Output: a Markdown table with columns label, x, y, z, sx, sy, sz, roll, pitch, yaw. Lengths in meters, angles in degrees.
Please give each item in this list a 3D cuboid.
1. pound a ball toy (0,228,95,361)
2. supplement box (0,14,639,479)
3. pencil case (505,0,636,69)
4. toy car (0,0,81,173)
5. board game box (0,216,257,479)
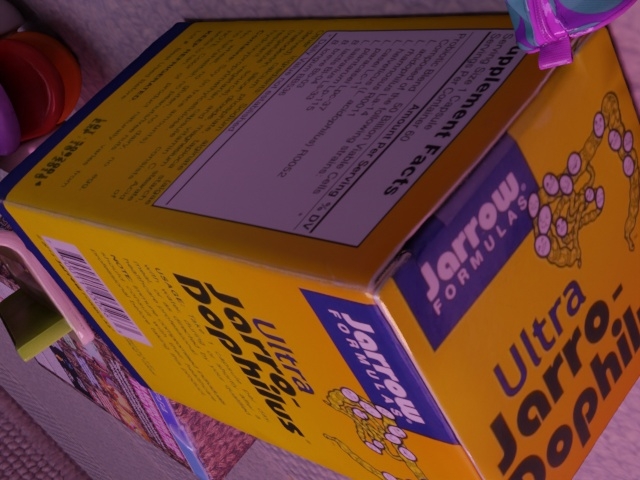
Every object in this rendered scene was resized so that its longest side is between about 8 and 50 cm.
| label | x | y | z | sx | sy | sz | roll | pitch | yaw |
| --- | --- | --- | --- | --- | --- | --- | --- | --- | --- |
| pound a ball toy | -0.265 | 0.024 | 0.865 | 0.135 | 0.208 | 0.319 | 57 | 163 | -15 |
| supplement box | 0.000 | 0.000 | 0.636 | 0.357 | 0.194 | 0.195 | 12 | 142 | 47 |
| pencil case | 0.075 | -0.151 | 0.433 | 0.064 | 0.070 | 0.151 | -14 | 124 | 41 |
| toy car | -0.282 | -0.115 | 0.882 | 0.136 | 0.182 | 0.159 | 4 | 122 | 46 |
| board game box | -0.200 | 0.092 | 1.136 | 0.291 | 0.141 | 0.232 | 28 | 152 | 27 |
